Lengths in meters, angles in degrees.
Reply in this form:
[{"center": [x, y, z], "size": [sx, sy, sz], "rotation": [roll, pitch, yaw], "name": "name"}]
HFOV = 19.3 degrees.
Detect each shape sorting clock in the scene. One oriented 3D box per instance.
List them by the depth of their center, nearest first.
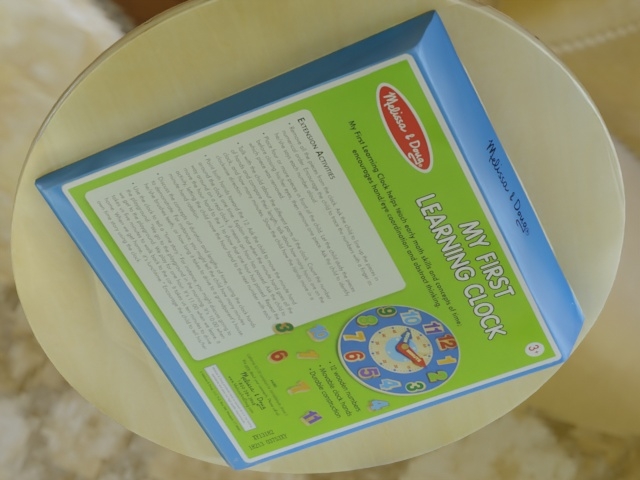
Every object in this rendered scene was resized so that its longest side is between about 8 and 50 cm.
[{"center": [0.000, 0.000, 0.635], "size": [0.206, 0.040, 0.206], "rotation": [0, 129, -1], "name": "shape sorting clock"}]
